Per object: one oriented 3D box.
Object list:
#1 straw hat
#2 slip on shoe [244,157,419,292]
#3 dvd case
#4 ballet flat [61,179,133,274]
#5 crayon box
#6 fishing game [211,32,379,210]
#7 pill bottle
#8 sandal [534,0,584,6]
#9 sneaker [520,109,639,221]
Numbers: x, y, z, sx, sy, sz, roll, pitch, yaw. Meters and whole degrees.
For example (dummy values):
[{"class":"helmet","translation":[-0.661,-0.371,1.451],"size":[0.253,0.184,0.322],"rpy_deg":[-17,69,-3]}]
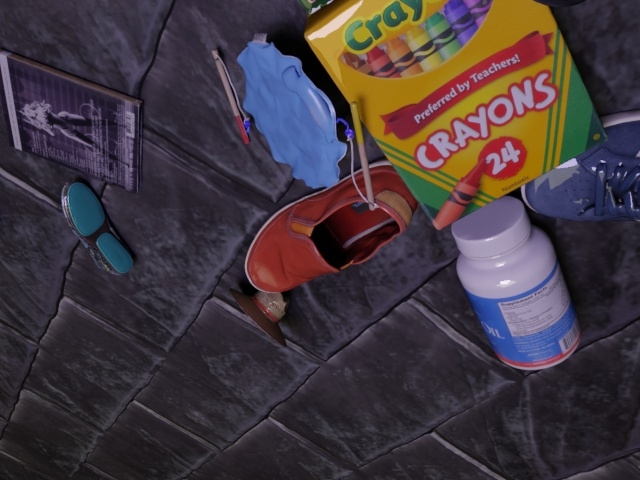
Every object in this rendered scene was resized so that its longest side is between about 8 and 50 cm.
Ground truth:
[{"class":"straw hat","translation":[-0.084,0.106,0.911],"size":[0.061,0.144,0.144],"rpy_deg":[-44,110,-3]},{"class":"slip on shoe","translation":[0.000,0.000,0.776],"size":[0.331,0.101,0.123],"rpy_deg":[-30,116,37]},{"class":"dvd case","translation":[-0.370,-0.172,0.815],"size":[0.221,0.018,0.165],"rpy_deg":[20,133,1]},{"class":"ballet flat","translation":[-0.389,-0.018,0.924],"size":[0.070,0.070,0.188],"rpy_deg":[-5,123,23]},{"class":"crayon box","translation":[0.125,-0.183,0.552],"size":[0.202,0.081,0.318],"rpy_deg":[-30,118,21]},{"class":"fishing game","translation":[-0.032,-0.147,0.634],"size":[0.264,0.041,0.189],"rpy_deg":[30,149,43]},{"class":"pill bottle","translation":[0.252,0.054,0.717],"size":[0.124,0.124,0.222],"rpy_deg":[-15,121,29]},{"class":"sandal","translation":[0.163,-0.297,0.413],"size":[0.255,0.097,0.054],"rpy_deg":[57,166,-25]},{"class":"sneaker","translation":[0.392,-0.053,0.563],"size":[0.349,0.148,0.131],"rpy_deg":[-4,127,23]}]
